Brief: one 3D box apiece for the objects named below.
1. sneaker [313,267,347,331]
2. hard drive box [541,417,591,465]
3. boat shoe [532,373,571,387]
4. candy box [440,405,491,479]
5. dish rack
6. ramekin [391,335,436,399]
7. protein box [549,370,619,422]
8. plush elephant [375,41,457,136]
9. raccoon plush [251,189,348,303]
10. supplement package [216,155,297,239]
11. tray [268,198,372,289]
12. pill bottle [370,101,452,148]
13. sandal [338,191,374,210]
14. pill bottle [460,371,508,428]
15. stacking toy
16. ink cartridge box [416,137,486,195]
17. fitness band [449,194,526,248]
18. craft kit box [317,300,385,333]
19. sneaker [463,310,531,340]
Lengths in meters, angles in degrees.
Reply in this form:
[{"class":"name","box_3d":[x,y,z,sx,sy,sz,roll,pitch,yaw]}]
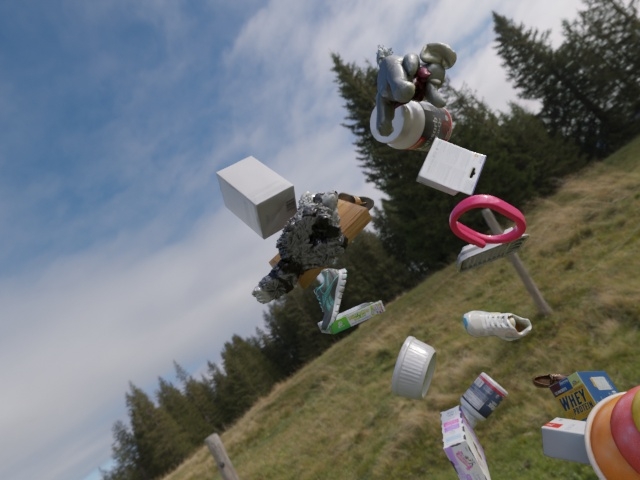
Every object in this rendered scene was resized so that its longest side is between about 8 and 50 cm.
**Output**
[{"class":"sneaker","box_3d":[0.016,0.148,1.099,0.065,0.076,0.167,81,-157,-80]},{"class":"hard drive box","box_3d":[0.847,0.636,1.342,0.232,0.089,0.181,-10,-13,41]},{"class":"boat shoe","box_3d":[1.028,0.619,1.879,0.177,0.064,0.060,-11,-33,28]},{"class":"candy box","box_3d":[0.419,0.608,1.239,0.070,0.165,0.196,-28,-1,14]},{"class":"dish rack","box_3d":[0.800,0.046,2.034,0.332,0.073,0.285,-23,-22,6]},{"class":"ramekin","box_3d":[0.419,0.570,1.879,0.273,0.127,0.273,-38,-45,-51]},{"class":"protein box","box_3d":[1.037,0.621,1.630,0.201,0.200,0.136,8,-45,-29]},{"class":"plush elephant","box_3d":[0.336,-0.550,1.509,0.255,0.331,0.272,1,-25,-10]},{"class":"raccoon plush","box_3d":[-0.098,-0.011,1.552,0.446,0.216,0.299,-34,22,4]},{"class":"supplement package","box_3d":[-0.248,-0.175,1.679,0.175,0.293,0.178,-33,-40,-26]},{"class":"tray","box_3d":[0.000,0.000,1.737,0.411,0.202,0.076,-45,-51,-18]},{"class":"pill bottle","box_3d":[0.386,-0.489,1.814,0.362,0.210,0.210,-9,-26,-45]},{"class":"sandal","box_3d":[0.148,-0.171,1.881,0.049,0.180,0.072,3,-75,-66]},{"class":"pill bottle","box_3d":[0.558,0.567,1.501,0.180,0.108,0.108,-51,-11,2]},{"class":"stacking toy","box_3d":[0.857,0.437,0.997,0.350,0.350,0.480,-32,-44,-14]},{"class":"ink cartridge box","box_3d":[0.529,-0.290,1.726,0.224,0.223,0.045,-61,-13,-25]},{"class":"fitness band","box_3d":[0.616,-0.066,1.580,0.209,0.290,0.054,-46,28,45]},{"class":"craft kit box","box_3d":[0.131,0.340,1.888,0.249,0.061,0.247,-21,-8,-14]},{"class":"sneaker","box_3d":[0.548,0.258,1.333,0.228,0.088,0.092,10,-30,-21]}]
